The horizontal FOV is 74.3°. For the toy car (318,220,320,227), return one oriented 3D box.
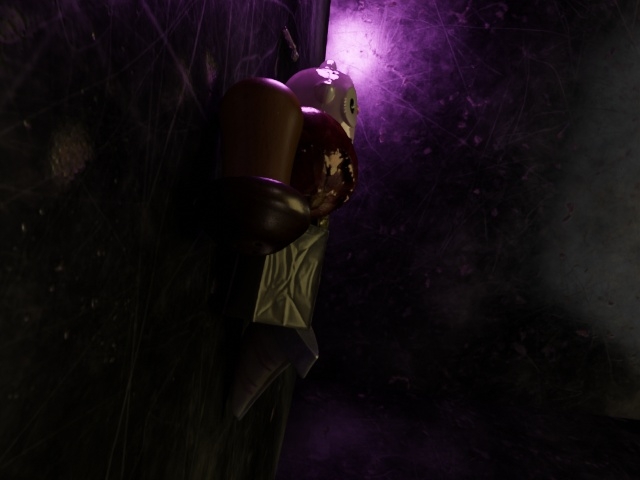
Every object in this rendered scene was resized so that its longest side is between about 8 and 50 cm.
[{"bbox_3d":[-0.064,-0.170,1.722,0.241,0.227,0.336,-65,166,15],"label":"toy car"}]

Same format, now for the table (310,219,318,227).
[{"bbox_3d":[-0.094,-0.066,1.360,0.193,0.169,0.172,-76,172,-65],"label":"table"}]

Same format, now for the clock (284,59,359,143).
[{"bbox_3d":[-0.033,-0.308,1.230,0.368,0.251,0.376,-84,-174,-53],"label":"clock"}]

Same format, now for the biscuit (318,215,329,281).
[{"bbox_3d":[0.000,0.000,1.311,0.273,0.036,0.187,-80,176,-45],"label":"biscuit"}]

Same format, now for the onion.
[{"bbox_3d":[-0.048,-0.170,0.979,0.276,0.277,0.275,6,90,-88],"label":"onion"}]

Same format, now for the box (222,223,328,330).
[{"bbox_3d":[-0.098,0.071,0.945,0.149,0.156,0.231,-4,-110,54],"label":"box"}]

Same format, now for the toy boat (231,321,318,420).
[{"bbox_3d":[-0.137,0.267,1.087,0.111,0.294,0.275,40,26,-38],"label":"toy boat"}]

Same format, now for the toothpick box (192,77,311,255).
[{"bbox_3d":[-0.109,-0.121,0.723,0.192,0.192,0.293,91,0,-68],"label":"toothpick box"}]

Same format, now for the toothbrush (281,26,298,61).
[{"bbox_3d":[-0.099,-0.658,1.420,0.294,0.026,0.028,-62,173,-85],"label":"toothbrush"}]
